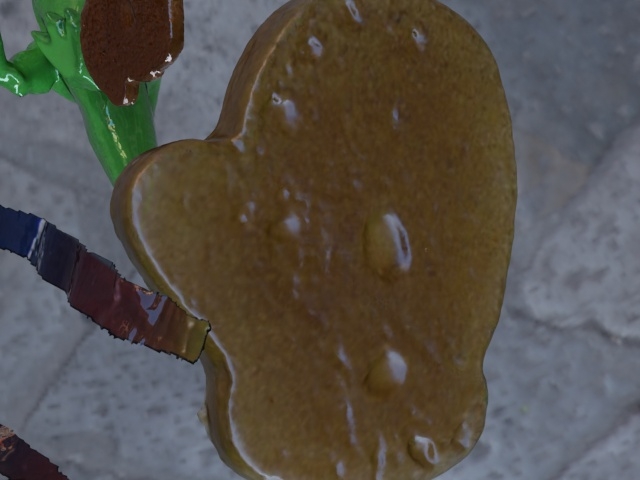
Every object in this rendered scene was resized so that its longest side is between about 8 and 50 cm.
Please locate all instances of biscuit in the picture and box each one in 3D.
[{"bbox_3d":[-0.001,0.000,0.906,0.287,0.057,0.343,3,92,-29],"label":"biscuit"},{"bbox_3d":[-0.136,-0.160,1.018,0.019,0.102,0.130,-11,157,-41],"label":"biscuit"}]

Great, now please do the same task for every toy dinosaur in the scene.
[{"bbox_3d":[-0.184,-0.156,1.394,0.144,0.374,0.500,-22,108,22],"label":"toy dinosaur"}]

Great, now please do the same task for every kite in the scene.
[{"bbox_3d":[-0.170,0.020,0.488,0.022,0.360,0.204,20,90,-47],"label":"kite"}]
